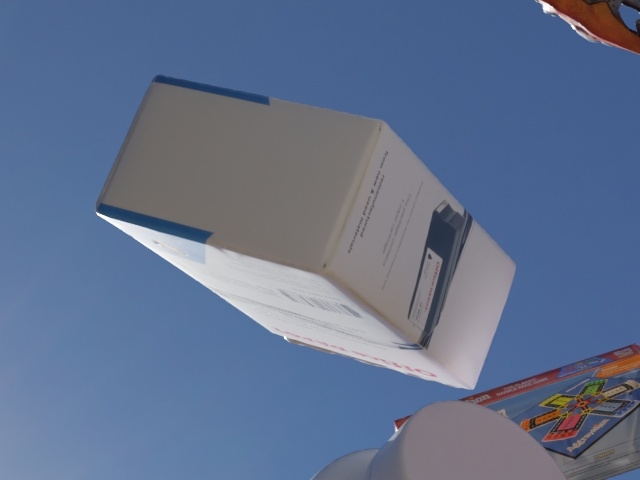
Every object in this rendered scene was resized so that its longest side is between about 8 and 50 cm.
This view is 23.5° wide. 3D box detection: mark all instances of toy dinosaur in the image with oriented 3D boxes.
[{"bbox_3d":[0.124,-0.116,0.721,0.082,0.090,0.047,7,-52,-27],"label":"toy dinosaur"}]

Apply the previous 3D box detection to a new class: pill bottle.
[{"bbox_3d":[0.022,0.149,0.633,0.108,0.108,0.180,17,-50,-23],"label":"pill bottle"}]

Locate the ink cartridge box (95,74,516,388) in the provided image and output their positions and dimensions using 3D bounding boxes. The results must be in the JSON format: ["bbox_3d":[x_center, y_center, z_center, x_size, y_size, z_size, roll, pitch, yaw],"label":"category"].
[{"bbox_3d":[0.000,0.000,1.627,0.395,0.285,0.166,41,-112,-56],"label":"ink cartridge box"}]

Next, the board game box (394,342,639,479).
[{"bbox_3d":[0.220,0.214,1.632,0.281,0.027,0.145,-16,-62,-13],"label":"board game box"}]
